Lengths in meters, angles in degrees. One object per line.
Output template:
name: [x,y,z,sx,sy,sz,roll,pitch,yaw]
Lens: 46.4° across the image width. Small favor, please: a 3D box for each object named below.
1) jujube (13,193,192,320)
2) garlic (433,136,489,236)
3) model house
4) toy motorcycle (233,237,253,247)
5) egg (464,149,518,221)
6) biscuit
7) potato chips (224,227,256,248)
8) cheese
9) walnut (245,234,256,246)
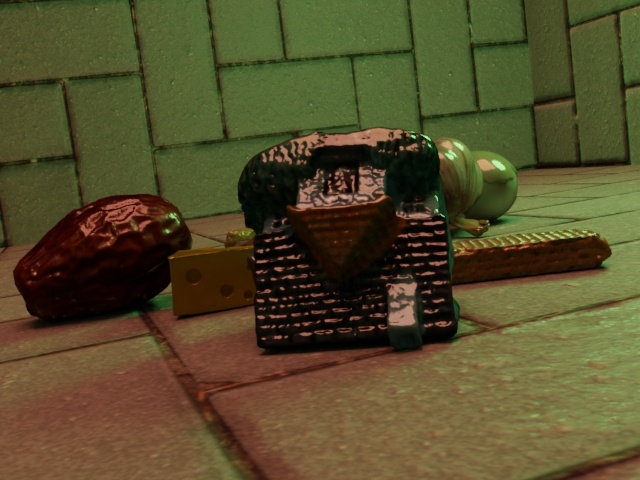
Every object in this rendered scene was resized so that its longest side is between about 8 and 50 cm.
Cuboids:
jujube: [-0.359,0.032,1.251,0.290,0.197,0.197,-25,11,-14]
garlic: [0.286,-0.087,1.668,0.245,0.245,0.253,-12,45,-38]
model house: [0.022,0.025,0.881,0.261,0.226,0.241,-8,36,13]
toy motorcycle: [-0.095,0.022,1.510,0.225,0.073,0.152,-8,4,-4]
egg: [0.396,-0.135,1.845,0.183,0.183,0.217,-9,-1,-13]
biscuit: [0.241,0.029,1.139,0.379,0.054,0.094,-7,8,3]
potato chips: [-0.141,-0.031,2.079,0.080,0.057,0.407,-1,8,20]
cheese: [-0.141,0.056,1.163,0.171,0.093,0.126,-7,4,-1]
walnut: [-0.075,0.025,1.350,0.124,0.105,0.105,-3,6,-1]
